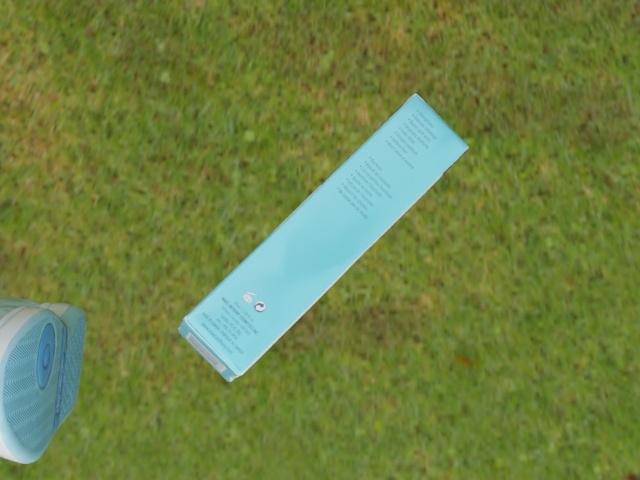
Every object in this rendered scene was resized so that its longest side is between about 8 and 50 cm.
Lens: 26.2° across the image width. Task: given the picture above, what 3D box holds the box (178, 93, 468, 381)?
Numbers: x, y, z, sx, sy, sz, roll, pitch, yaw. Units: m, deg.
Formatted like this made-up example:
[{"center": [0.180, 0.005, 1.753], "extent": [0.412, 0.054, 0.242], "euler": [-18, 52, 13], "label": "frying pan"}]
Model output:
[{"center": [0.000, 0.000, 1.044], "extent": [0.060, 0.100, 0.244], "euler": [45, 78, 0], "label": "box"}]

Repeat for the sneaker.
[{"center": [-0.313, 0.101, 1.121], "extent": [0.208, 0.319, 0.127], "euler": [8, 87, -2], "label": "sneaker"}]
